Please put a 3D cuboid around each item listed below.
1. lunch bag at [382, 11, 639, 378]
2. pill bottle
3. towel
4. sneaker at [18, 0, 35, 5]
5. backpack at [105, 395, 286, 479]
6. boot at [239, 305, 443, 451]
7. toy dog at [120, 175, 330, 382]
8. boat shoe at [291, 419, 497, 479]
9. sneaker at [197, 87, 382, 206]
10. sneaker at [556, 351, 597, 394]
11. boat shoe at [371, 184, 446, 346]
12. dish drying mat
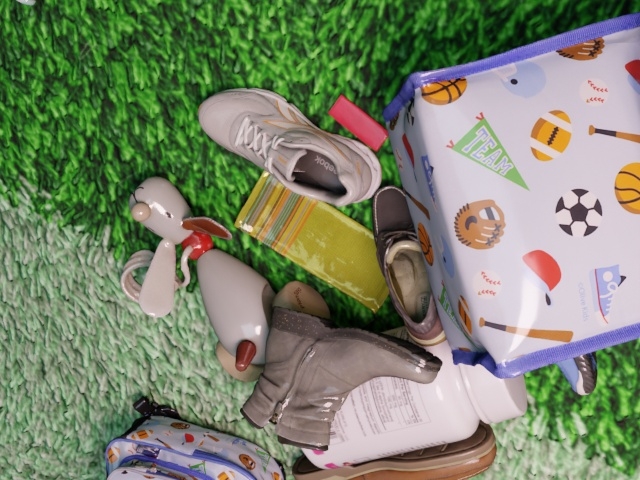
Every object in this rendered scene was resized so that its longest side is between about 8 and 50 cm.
[{"bbox_3d":[0.302,-0.061,0.895,0.385,0.239,0.328,-14,90,-6],"label":"lunch bag"},{"bbox_3d":[0.112,0.194,1.088,0.283,0.160,0.160,-18,99,21],"label":"pill bottle"},{"bbox_3d":[0.000,0.000,1.146,0.237,0.021,0.102,32,113,7],"label":"towel"},{"bbox_3d":[-0.425,-0.384,1.165,0.098,0.038,0.069,46,114,1],"label":"sneaker"},{"bbox_3d":[-0.188,0.400,1.226,0.263,0.213,0.276,6,104,5],"label":"backpack"},{"bbox_3d":[0.023,0.182,1.010,0.246,0.083,0.161,12,85,33],"label":"boot"},{"bbox_3d":[-0.155,0.068,1.138,0.333,0.161,0.220,27,111,9],"label":"toy dog"},{"bbox_3d":[0.113,0.325,1.162,0.307,0.111,0.104,-17,104,30],"label":"boat shoe"},{"bbox_3d":[-0.050,-0.123,1.073,0.262,0.121,0.099,24,110,10],"label":"sneaker"},{"bbox_3d":[0.283,0.102,1.057,0.081,0.080,0.211,-30,84,24],"label":"sneaker"},{"bbox_3d":[0.111,0.019,1.033,0.080,0.073,0.223,-17,63,9],"label":"boat shoe"},{"bbox_3d":[0.051,-0.154,1.094,0.083,0.008,0.032,39,112,5],"label":"dish drying mat"}]
